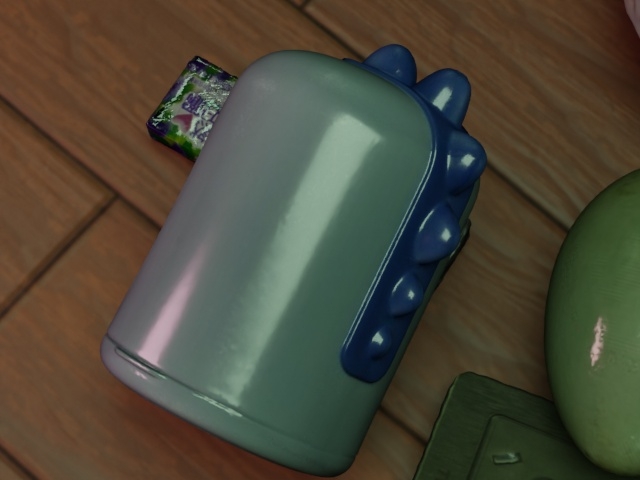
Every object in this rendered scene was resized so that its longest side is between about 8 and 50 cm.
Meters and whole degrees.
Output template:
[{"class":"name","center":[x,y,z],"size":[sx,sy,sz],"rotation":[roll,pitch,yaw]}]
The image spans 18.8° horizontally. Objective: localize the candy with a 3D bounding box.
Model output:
[{"class":"candy","center":[-0.011,-0.060,1.779],"size":[0.312,0.061,0.088],"rotation":[31,76,8]}]

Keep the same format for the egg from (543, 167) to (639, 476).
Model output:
[{"class":"egg","center":[0.297,0.068,1.660],"size":[0.218,0.218,0.295],"rotation":[26,68,7]}]

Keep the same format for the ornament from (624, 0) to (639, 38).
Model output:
[{"class":"ornament","center":[0.438,-0.269,1.733],"size":[0.337,0.337,0.337],"rotation":[1,72,-2]}]

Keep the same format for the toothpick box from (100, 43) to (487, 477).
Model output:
[{"class":"toothpick box","center":[0.000,0.000,1.616],"size":[0.263,0.263,0.355],"rotation":[26,90,7]}]

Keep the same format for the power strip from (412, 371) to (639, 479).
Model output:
[{"class":"power strip","center":[0.191,0.264,1.655],"size":[0.257,0.092,0.251],"rotation":[24,46,5]}]
